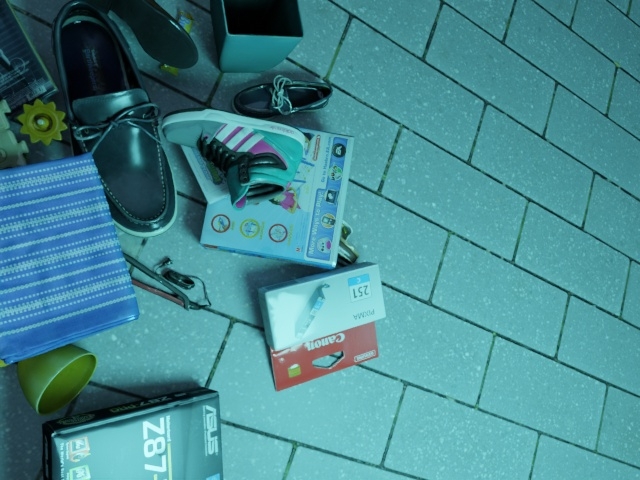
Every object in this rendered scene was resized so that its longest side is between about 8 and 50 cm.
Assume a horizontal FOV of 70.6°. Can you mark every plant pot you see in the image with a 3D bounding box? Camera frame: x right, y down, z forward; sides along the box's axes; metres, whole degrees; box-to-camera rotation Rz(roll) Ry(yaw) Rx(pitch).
[{"bbox_3d":[-0.164,-0.478,1.019,0.165,0.234,0.166,-9,87,-23],"label":"plant pot"},{"bbox_3d":[-0.517,0.250,0.867,0.095,0.134,0.134,30,72,10],"label":"plant pot"}]

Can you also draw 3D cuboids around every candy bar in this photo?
[{"bbox_3d":[-0.336,-0.465,1.066,0.040,0.018,0.162,17,79,-20],"label":"candy bar"}]

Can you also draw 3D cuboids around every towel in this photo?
[{"bbox_3d":[-0.494,0.024,0.818,0.243,0.040,0.337,-17,91,-22],"label":"towel"}]

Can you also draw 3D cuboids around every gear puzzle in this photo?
[{"bbox_3d":[-0.651,-0.192,0.856,0.338,0.044,0.176,-21,100,-6],"label":"gear puzzle"}]

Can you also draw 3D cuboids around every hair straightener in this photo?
[{"bbox_3d":[-0.337,0.082,0.990,0.230,0.047,0.089,30,74,-17],"label":"hair straightener"}]

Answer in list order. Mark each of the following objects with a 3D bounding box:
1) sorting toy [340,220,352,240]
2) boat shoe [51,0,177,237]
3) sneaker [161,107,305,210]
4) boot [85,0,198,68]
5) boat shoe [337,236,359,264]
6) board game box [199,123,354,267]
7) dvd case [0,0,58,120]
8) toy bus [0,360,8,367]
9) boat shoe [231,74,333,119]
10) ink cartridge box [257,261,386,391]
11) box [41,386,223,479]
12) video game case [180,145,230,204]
[{"bbox_3d":[0.048,-0.035,1.142,0.083,0.075,0.045,40,72,-14],"label":"sorting toy"},{"bbox_3d":[-0.428,-0.245,0.933,0.186,0.156,0.501,-18,92,-24],"label":"boat shoe"},{"bbox_3d":[-0.184,-0.154,0.922,0.295,0.124,0.179,7,71,-6],"label":"sneaker"},{"bbox_3d":[-0.374,-0.525,0.983,0.264,0.096,0.281,25,39,-31],"label":"boot"},{"bbox_3d":[0.000,0.000,1.124,0.207,0.073,0.073,37,72,-7],"label":"boat shoe"},{"bbox_3d":[-0.094,-0.109,1.043,0.301,0.086,0.309,10,80,-3],"label":"board game box"},{"bbox_3d":[-0.642,-0.355,0.891,0.164,0.018,0.222,-28,94,4],"label":"dvd case"},{"bbox_3d":[-0.578,0.063,0.864,0.130,0.108,0.333,14,80,-18],"label":"toy bus"},{"bbox_3d":[-0.090,-0.352,1.119,0.254,0.079,0.096,-7,87,-22],"label":"boat shoe"},{"bbox_3d":[0.018,0.209,1.084,0.296,0.066,0.262,-13,100,-23],"label":"ink cartridge box"},{"bbox_3d":[-0.346,0.517,0.871,0.318,0.097,0.396,1,83,-42],"label":"box"},{"bbox_3d":[-0.211,-0.178,0.989,0.143,0.019,0.157,-26,84,-9],"label":"video game case"}]
